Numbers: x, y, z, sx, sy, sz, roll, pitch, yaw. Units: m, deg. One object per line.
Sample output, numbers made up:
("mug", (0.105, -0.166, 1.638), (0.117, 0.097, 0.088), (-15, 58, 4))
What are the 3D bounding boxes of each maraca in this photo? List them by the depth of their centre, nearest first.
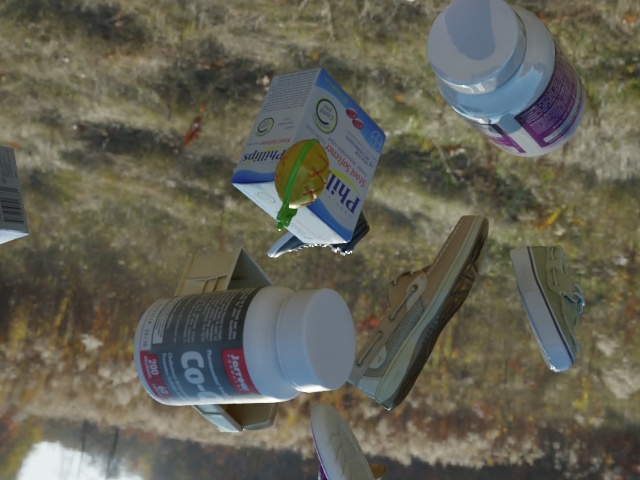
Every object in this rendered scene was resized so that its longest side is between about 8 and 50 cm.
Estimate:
("maraca", (-0.042, -0.108, 1.611), (0.099, 0.186, 0.127), (24, -167, 15))

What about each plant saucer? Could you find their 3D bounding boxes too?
("plant saucer", (0.137, 0.618, 2.227), (0.083, 0.015, 0.083), (-17, -169, 4))

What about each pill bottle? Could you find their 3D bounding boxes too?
("pill bottle", (-0.106, 0.147, 1.185), (0.283, 0.161, 0.161), (-8, 160, 30))
("pill bottle", (0.265, -0.234, 1.206), (0.169, 0.169, 0.301), (-1, 170, 29))

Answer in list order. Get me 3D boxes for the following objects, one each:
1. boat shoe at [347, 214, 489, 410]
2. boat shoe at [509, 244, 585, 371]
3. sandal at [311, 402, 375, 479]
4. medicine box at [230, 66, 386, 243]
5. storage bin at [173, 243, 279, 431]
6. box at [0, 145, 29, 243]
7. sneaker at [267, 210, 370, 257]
("boat shoe", (0.153, 0.097, 1.340), (0.110, 0.341, 0.121), (30, 179, 23))
("boat shoe", (0.368, 0.088, 1.338), (0.094, 0.302, 0.109), (-19, 119, 13))
("sandal", (0.057, 0.489, 1.471), (0.102, 0.416, 0.169), (-26, 176, 11))
("medicine box", (-0.018, -0.179, 1.842), (0.149, 0.289, 0.263), (-2, 150, 41))
("storage bin", (-0.171, 0.193, 1.605), (0.123, 0.260, 0.262), (-5, 140, 28))
("box", (-0.482, -0.053, 1.147), (0.137, 0.126, 0.072), (-17, 171, 21))
("sneaker", (0.000, 0.000, 2.195), (0.295, 0.147, 0.104), (-34, -172, 23))
